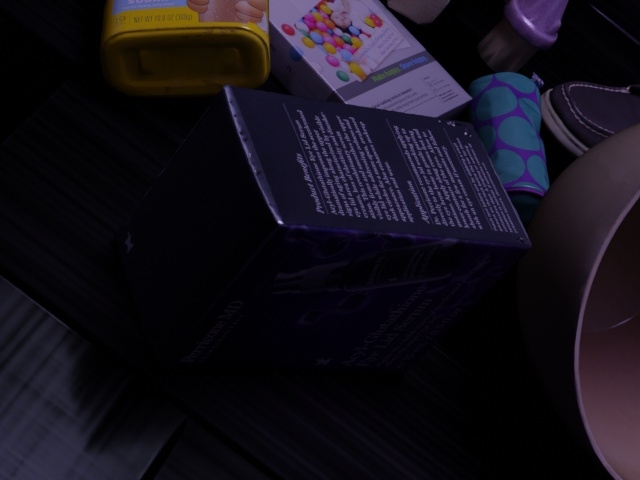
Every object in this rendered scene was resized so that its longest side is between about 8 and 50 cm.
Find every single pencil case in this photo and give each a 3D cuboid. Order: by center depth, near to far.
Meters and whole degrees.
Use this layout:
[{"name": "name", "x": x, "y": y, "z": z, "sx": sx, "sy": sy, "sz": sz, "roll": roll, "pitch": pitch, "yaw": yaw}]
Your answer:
[{"name": "pencil case", "x": 0.155, "y": -0.069, "z": 1.269, "sx": 0.070, "sy": 0.064, "sz": 0.152, "roll": 32, "pitch": 38, "yaw": -27}]

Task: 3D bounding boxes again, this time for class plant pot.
[{"name": "plant pot", "x": 0.251, "y": 0.028, "z": 1.125, "sx": 0.284, "sy": 0.284, "sz": 0.191, "roll": 17, "pitch": 8, "yaw": -28}]

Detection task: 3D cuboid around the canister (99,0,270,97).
[{"name": "canister", "x": -0.095, "y": -0.184, "z": 1.137, "sx": 0.126, "sy": 0.073, "sz": 0.170, "roll": -2, "pitch": 49, "yaw": 0}]

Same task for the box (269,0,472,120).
[{"name": "box", "x": 0.017, "y": -0.151, "z": 1.257, "sx": 0.186, "sy": 0.038, "sz": 0.145, "roll": 47, "pitch": 37, "yaw": 11}]

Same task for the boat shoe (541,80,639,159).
[{"name": "boat shoe", "x": 0.322, "y": -0.104, "z": 1.422, "sx": 0.285, "sy": 0.092, "sz": 0.103, "roll": 13, "pitch": 45, "yaw": -31}]

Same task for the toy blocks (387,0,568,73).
[{"name": "toy blocks", "x": 0.149, "y": -0.342, "z": 1.339, "sx": 0.309, "sy": 0.260, "sz": 0.289, "roll": 28, "pitch": 34, "yaw": -25}]

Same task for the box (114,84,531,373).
[{"name": "box", "x": 0.000, "y": 0.000, "z": 0.998, "sx": 0.207, "sy": 0.153, "sz": 0.108, "roll": 3, "pitch": 51, "yaw": -37}]
